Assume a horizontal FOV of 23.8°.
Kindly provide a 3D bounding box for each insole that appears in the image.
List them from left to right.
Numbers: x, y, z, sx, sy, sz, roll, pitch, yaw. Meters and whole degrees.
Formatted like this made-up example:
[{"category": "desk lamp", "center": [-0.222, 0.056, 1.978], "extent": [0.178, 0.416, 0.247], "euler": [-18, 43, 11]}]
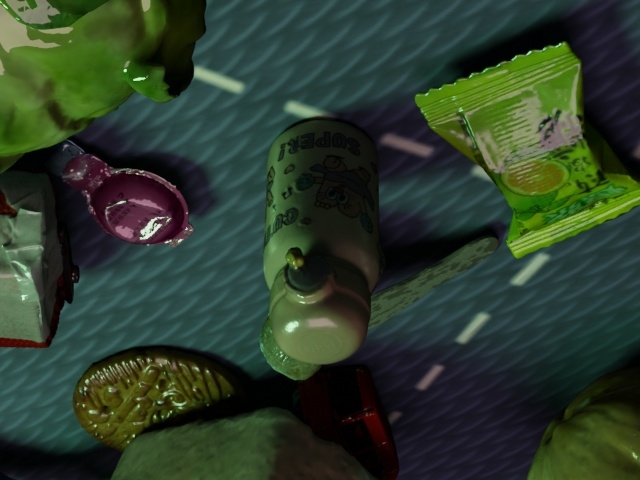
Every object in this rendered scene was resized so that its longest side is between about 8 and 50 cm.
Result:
[{"category": "insole", "center": [0.080, 0.047, 1.391], "extent": [0.193, 0.006, 0.065], "euler": [-30, 156, -4]}]

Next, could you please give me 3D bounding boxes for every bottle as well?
[{"category": "bottle", "center": [0.000, 0.000, 1.250], "extent": [0.097, 0.209, 0.110], "euler": [-9, 137, 10]}]

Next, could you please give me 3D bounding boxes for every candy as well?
[{"category": "candy", "center": [0.186, -0.068, 1.277], "extent": [0.149, 0.069, 0.246], "euler": [-22, 135, 20]}]

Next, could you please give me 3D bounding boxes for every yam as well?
[{"category": "yam", "center": [-0.002, 0.058, 1.420], "extent": [0.078, 0.078, 0.179], "euler": [15, 139, -15]}]

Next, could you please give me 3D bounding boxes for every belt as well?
[{"category": "belt", "center": [-0.275, 0.017, 1.334], "extent": [0.124, 0.128, 0.201], "euler": [2, 146, -3]}]

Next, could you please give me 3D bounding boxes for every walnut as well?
[{"category": "walnut", "center": [0.358, 0.264, 1.486], "extent": [0.313, 0.277, 0.252], "euler": [33, 90, 1]}]

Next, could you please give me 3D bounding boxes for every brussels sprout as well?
[{"category": "brussels sprout", "center": [-0.222, -0.176, 1.050], "extent": [0.259, 0.227, 0.294], "euler": [-39, 119, 19]}]

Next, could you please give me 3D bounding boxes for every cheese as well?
[{"category": "cheese", "center": [-0.177, -0.039, 1.339], "extent": [0.145, 0.038, 0.095], "euler": [35, 129, -21]}]

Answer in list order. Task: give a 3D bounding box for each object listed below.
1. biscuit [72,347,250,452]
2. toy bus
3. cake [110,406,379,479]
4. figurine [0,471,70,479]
[{"category": "biscuit", "center": [-0.167, 0.177, 1.593], "extent": [0.188, 0.027, 0.188], "euler": [0, 139, 0]}, {"category": "toy bus", "center": [0.033, 0.218, 1.599], "extent": [0.089, 0.081, 0.195], "euler": [-16, 136, 4]}, {"category": "cake", "center": [-0.084, 0.332, 1.524], "extent": [0.309, 0.230, 0.237], "euler": [-20, 129, 39]}, {"category": "figurine", "center": [-0.381, 0.280, 1.650], "extent": [0.283, 0.204, 0.338], "euler": [-21, 122, 33]}]
